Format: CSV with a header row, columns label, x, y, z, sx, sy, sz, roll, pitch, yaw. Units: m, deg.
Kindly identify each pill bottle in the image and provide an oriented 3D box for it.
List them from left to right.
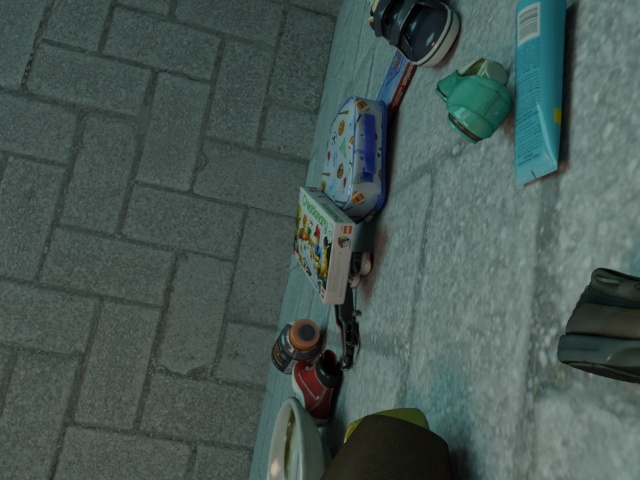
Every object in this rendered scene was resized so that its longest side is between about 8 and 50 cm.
label,x,y,z,sx,sy,sz,roll,pitch,yaw
pill bottle,-0.072,0.327,1.540,0.245,0.131,0.130,117,163,-57

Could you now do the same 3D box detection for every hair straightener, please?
label,x,y,z,sx,sy,sz,roll,pitch,yaw
hair straightener,0.061,0.197,1.153,0.089,0.047,0.230,111,167,-45

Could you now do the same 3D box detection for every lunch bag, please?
label,x,y,z,sx,sy,sz,roll,pitch,yaw
lunch bag,0.088,-0.188,1.222,0.243,0.115,0.303,142,131,-67

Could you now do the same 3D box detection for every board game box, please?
label,x,y,z,sx,sy,sz,roll,pitch,yaw
board game box,0.000,0.000,1.190,0.305,0.053,0.192,-129,44,-64
board game box,0.187,-0.391,1.220,0.281,0.027,0.145,112,165,-48

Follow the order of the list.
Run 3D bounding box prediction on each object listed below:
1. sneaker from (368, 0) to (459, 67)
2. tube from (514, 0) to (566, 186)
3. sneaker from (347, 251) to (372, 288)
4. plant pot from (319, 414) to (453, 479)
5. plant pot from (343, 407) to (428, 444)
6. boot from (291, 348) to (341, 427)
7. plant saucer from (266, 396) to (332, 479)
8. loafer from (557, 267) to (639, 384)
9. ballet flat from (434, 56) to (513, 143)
label,x,y,z,sx,sy,sz,roll,pitch,yaw
sneaker,0.171,-0.452,1.001,0.126,0.128,0.321,-59,23,28
tube,0.241,-0.169,0.545,0.080,0.052,0.207,96,179,-83
sneaker,0.067,0.062,1.201,0.178,0.077,0.072,118,163,-61
plant pot,0.067,0.329,0.552,0.215,0.215,0.230,117,177,-58
plant pot,0.086,0.303,0.705,0.134,0.095,0.134,-167,90,-81
boot,-0.007,0.338,1.282,0.244,0.088,0.176,-129,52,-68
plant saucer,-0.044,0.560,1.096,0.400,0.101,0.400,-172,90,-78
loafer,0.222,0.037,0.255,0.267,0.096,0.084,132,155,-76
ballet flat,0.210,-0.197,0.656,0.087,0.083,0.247,-50,9,25
